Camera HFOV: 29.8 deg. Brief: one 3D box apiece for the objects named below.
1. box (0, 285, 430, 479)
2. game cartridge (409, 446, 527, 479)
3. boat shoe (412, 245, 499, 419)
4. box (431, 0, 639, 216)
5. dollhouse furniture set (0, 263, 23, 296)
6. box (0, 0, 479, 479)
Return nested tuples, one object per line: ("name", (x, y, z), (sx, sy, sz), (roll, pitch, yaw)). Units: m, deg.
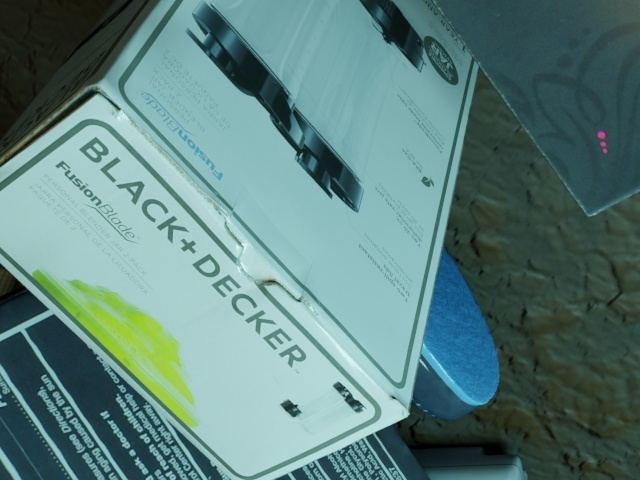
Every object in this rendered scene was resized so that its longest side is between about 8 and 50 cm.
("box", (-0.099, 0.167, 0.661), (0.183, 0.294, 0.296), (-36, 87, 31))
("game cartridge", (0.072, 0.279, 0.854), (0.198, 0.062, 0.297), (-8, 116, 17))
("boat shoe", (0.000, 0.000, 0.697), (0.089, 0.109, 0.258), (-39, 86, 30))
("box", (0.116, -0.176, 0.519), (0.165, 0.143, 0.270), (-31, 106, 31))
("dollhouse furniture set", (-0.325, 0.024, 0.746), (0.303, 0.198, 0.286), (32, 124, -2))
("box", (-0.023, -0.056, 0.537), (0.087, 0.290, 0.169), (-31, 114, 30))
